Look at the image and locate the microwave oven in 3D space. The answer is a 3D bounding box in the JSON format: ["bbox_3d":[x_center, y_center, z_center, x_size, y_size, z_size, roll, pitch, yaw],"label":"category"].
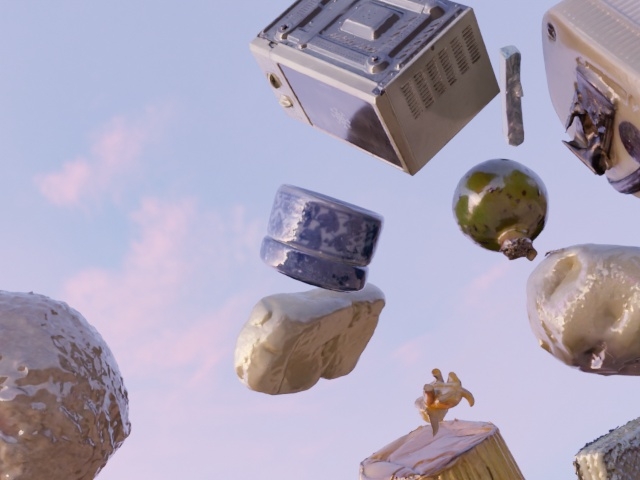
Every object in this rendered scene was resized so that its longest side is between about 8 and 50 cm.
[{"bbox_3d":[0.067,-0.216,1.258,0.194,0.240,0.145,-46,-45,-13],"label":"microwave oven"}]

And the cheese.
[{"bbox_3d":[-0.019,0.146,1.612,0.263,0.093,0.159,-11,-54,-45],"label":"cheese"}]

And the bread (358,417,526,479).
[{"bbox_3d":[0.180,0.373,1.554,0.204,0.156,0.288,-23,1,-28],"label":"bread"}]

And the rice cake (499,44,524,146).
[{"bbox_3d":[0.280,-0.208,1.538,0.030,0.042,0.180,-19,-41,-3],"label":"rice cake"}]

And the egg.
[{"bbox_3d":[-0.347,0.181,1.170,0.279,0.310,0.279,-5,-79,-25],"label":"egg"}]

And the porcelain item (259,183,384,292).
[{"bbox_3d":[0.000,0.000,1.352,0.147,0.147,0.114,13,-83,-41],"label":"porcelain item"}]

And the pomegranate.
[{"bbox_3d":[0.221,-0.037,1.295,0.130,0.130,0.130,-15,-33,-10],"label":"pomegranate"}]

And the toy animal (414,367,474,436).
[{"bbox_3d":[0.150,0.198,1.267,0.081,0.060,0.083,12,-46,21],"label":"toy animal"}]

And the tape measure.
[{"bbox_3d":[0.359,-0.137,1.166,0.133,0.271,0.231,-32,-43,-10],"label":"tape measure"}]

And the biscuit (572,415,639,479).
[{"bbox_3d":[0.377,0.266,1.160,0.250,0.147,0.046,-12,-3,-43],"label":"biscuit"}]

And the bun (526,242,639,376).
[{"bbox_3d":[0.414,0.108,1.449,0.272,0.168,0.273,12,-18,4],"label":"bun"}]
